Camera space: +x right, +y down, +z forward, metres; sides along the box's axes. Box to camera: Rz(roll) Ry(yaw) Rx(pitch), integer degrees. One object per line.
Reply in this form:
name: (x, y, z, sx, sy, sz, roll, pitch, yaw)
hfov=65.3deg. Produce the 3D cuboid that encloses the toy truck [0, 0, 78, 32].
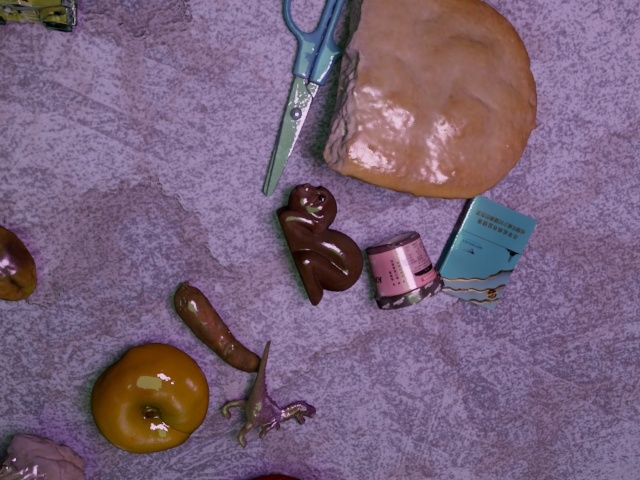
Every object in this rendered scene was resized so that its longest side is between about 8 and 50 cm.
toy truck: (-0.579, -0.452, 0.894, 0.259, 0.135, 0.129, 4, 103, -9)

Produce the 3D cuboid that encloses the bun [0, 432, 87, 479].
bun: (-0.649, 0.554, 1.081, 0.281, 0.205, 0.282, 0, 88, -2)

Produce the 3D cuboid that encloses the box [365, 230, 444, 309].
box: (0.173, 0.058, 1.066, 0.151, 0.151, 0.135, -19, 96, 0)

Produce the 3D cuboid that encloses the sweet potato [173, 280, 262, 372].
sweet potato: (-0.227, 0.207, 1.104, 0.075, 0.075, 0.273, -37, 105, 4)

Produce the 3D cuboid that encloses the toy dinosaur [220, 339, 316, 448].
toy dinosaur: (-0.133, 0.360, 1.137, 0.199, 0.072, 0.251, -33, 107, -1)

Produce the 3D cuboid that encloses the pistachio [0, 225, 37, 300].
pistachio: (-0.657, 0.043, 1.012, 0.100, 0.110, 0.190, -16, 106, 32)

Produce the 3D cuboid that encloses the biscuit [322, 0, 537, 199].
biscuit: (0.224, -0.285, 0.959, 0.445, 0.104, 0.430, 18, 80, -13)

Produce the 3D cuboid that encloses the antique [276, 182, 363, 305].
antique: (0.000, 0.000, 1.050, 0.143, 0.121, 0.257, -23, 105, -2)

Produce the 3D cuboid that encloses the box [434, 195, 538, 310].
box: (0.363, 0.027, 1.125, 0.161, 0.041, 0.229, 21, 100, -9)

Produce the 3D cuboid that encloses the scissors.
scissors: (-0.037, -0.299, 1.025, 0.192, 0.029, 0.448, 20, 100, -8)

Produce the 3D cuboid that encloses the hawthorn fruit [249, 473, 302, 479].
hawthorn fruit: (-0.106, 0.667, 1.130, 0.307, 0.265, 0.265, 32, 98, -2)

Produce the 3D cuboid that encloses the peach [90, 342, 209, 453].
peach: (-0.364, 0.346, 1.088, 0.251, 0.153, 0.251, -6, 117, -12)
